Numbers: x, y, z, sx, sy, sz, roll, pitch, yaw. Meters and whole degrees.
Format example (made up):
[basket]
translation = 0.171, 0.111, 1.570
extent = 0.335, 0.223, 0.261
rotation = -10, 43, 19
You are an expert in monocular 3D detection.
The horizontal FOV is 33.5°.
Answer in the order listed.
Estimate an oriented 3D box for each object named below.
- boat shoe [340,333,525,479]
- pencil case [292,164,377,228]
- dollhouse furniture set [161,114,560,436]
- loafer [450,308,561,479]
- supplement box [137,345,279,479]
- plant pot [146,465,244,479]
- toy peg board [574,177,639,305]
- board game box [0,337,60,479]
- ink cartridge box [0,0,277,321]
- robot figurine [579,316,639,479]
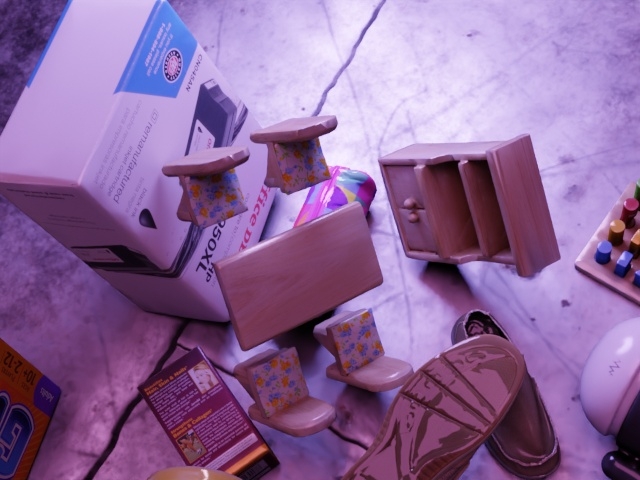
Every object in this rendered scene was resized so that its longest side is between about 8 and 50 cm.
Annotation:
[boat shoe]
translation = 0.133, 0.262, 1.365
extent = 0.121, 0.110, 0.341
rotation = 42, 87, 23
[pencil case]
translation = 0.000, 0.000, 1.546
extent = 0.104, 0.104, 0.236
rotation = 16, 65, 17
[dollhouse furniture set]
translation = 0.065, 0.011, 1.356
extent = 0.394, 0.362, 0.256
rotation = -24, 15, -28
[loafer]
translation = 0.239, 0.198, 1.412
extent = 0.094, 0.087, 0.251
rotation = -25, 62, -3
[supplement box]
translation = -0.154, 0.253, 1.458
extent = 0.104, 0.081, 0.188
rotation = -35, 63, -8
[plant pot]
translation = -0.162, 0.420, 1.300
extent = 0.254, 0.254, 0.239
rotation = 1, 48, 10
[toy peg board]
translation = 0.465, 0.001, 1.477
extent = 0.161, 0.079, 0.160
rotation = 32, 73, 23
[board game box]
translation = -0.621, 0.262, 1.380
extent = 0.357, 0.356, 0.356
rotation = 11, 66, 15
[ink cartridge box]
translation = -0.229, -0.099, 1.456
extent = 0.166, 0.395, 0.285
rotation = 7, 65, 28
[robot figurine]
translation = 0.461, 0.211, 1.324
extent = 0.278, 0.173, 0.209
rotation = 29, 45, 22
